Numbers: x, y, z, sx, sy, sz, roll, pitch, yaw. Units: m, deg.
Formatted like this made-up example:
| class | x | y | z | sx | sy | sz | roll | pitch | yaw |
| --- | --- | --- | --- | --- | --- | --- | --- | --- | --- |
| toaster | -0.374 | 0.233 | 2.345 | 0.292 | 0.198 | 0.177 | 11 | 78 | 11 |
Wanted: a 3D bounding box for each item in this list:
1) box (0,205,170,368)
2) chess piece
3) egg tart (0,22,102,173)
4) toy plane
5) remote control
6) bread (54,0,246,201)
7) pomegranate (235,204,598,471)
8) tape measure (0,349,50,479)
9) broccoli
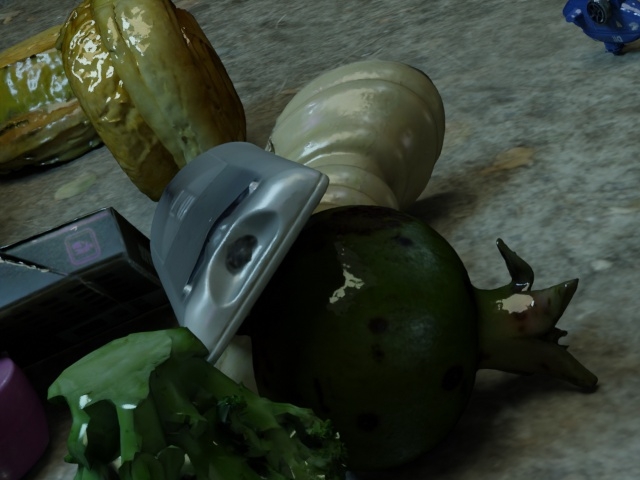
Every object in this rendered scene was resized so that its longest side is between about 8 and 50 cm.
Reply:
| class | x | y | z | sx | sy | sz | roll | pitch | yaw |
| --- | --- | --- | --- | --- | --- | --- | --- | --- | --- |
| box | -0.267 | 0.076 | 1.126 | 0.325 | 0.047 | 0.180 | -25 | -12 | 1 |
| chess piece | 0.000 | 0.000 | 1.042 | 0.138 | 0.124 | 0.307 | -5 | 28 | 14 |
| egg tart | -0.295 | -0.173 | 1.802 | 0.288 | 0.118 | 0.288 | -25 | 17 | 8 |
| toy plane | 0.252 | -0.170 | 1.250 | 0.054 | 0.062 | 0.167 | -34 | 30 | -25 |
| remote control | -0.061 | -0.009 | 0.911 | 0.109 | 0.055 | 0.313 | -57 | 10 | 0 |
| bread | -0.145 | -0.138 | 1.410 | 0.120 | 0.198 | 0.236 | -30 | 21 | 2 |
| pomegranate | 0.042 | 0.043 | 0.852 | 0.169 | 0.148 | 0.148 | -22 | 19 | -12 |
| tape measure | -0.243 | 0.127 | 1.046 | 0.125 | 0.074 | 0.118 | -29 | 21 | -6 |
| broccoli | -0.075 | 0.129 | 0.737 | 0.195 | 0.156 | 0.195 | -15 | 27 | 8 |
